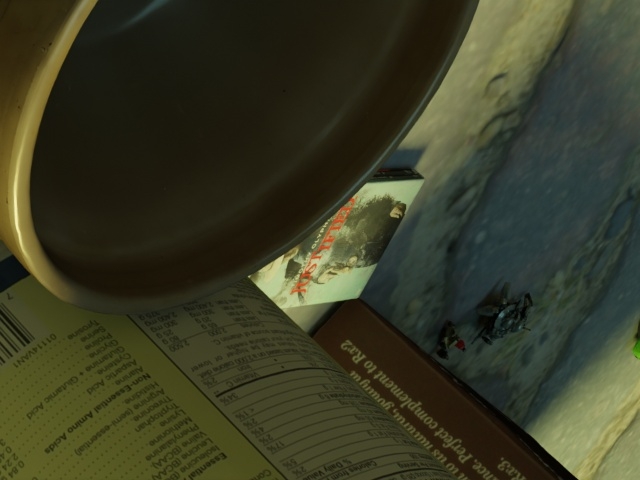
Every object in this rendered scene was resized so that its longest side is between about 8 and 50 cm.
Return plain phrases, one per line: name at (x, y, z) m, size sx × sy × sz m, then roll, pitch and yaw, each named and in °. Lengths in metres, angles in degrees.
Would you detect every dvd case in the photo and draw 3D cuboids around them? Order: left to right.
dvd case at (0.000, 0.000, 1.046) m, size 0.119 × 0.013 × 0.087 m, roll -3°, pitch 129°, yaw -51°

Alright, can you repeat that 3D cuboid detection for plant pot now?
plant pot at (-0.052, -0.096, 0.756) m, size 0.237 × 0.110 × 0.237 m, roll -33°, pitch 148°, yaw -23°

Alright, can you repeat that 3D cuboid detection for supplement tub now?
supplement tub at (-0.052, 0.157, 0.845) m, size 0.235 × 0.325 × 0.235 m, roll -34°, pitch 149°, yaw -24°

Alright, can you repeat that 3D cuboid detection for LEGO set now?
LEGO set at (0.114, 0.057, 1.260) m, size 0.083 × 0.023 × 0.054 m, roll -36°, pitch 150°, yaw -20°

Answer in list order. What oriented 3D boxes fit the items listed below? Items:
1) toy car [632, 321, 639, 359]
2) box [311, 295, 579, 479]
toy car at (0.320, 0.013, 1.454) m, size 0.239 × 0.053 × 0.225 m, roll 5°, pitch 122°, yaw -55°
box at (0.102, 0.187, 1.238) m, size 0.143 × 0.191 × 0.381 m, roll -49°, pitch 152°, yaw 2°
